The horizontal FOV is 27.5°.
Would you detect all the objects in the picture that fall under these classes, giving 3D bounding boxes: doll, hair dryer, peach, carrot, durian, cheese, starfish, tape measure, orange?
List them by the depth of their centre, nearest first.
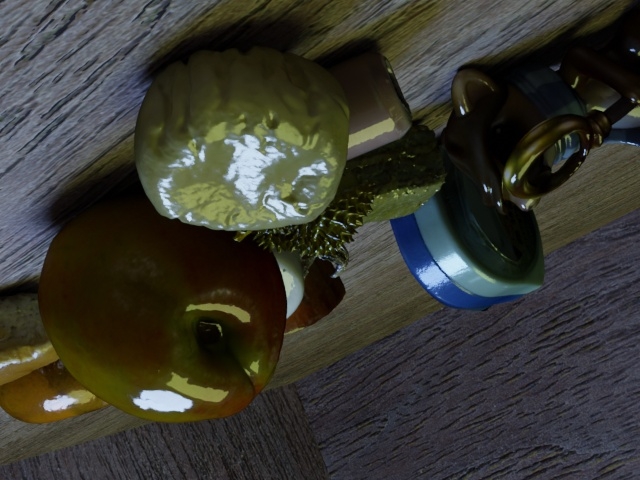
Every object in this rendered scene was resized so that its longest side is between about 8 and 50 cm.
[{"bbox_3d":[-0.081,-0.095,1.319,0.214,0.117,0.226,4,138,-20],"label":"cheese"},{"bbox_3d":[-0.017,-0.023,1.529,0.146,0.102,0.208,-8,-171,46],"label":"durian"},{"bbox_3d":[0.024,-0.139,1.577,0.189,0.106,0.344,-23,178,11],"label":"hair dryer"},{"bbox_3d":[-0.201,0.081,1.636,0.308,0.307,0.332,-12,-163,-40],"label":"peach"},{"bbox_3d":[0.336,-0.154,1.731,0.340,0.209,0.318,-17,166,-8],"label":"doll"},{"bbox_3d":[-0.005,-0.004,2.005,0.238,0.057,0.213,-55,146,-4],"label":"starfish"},{"bbox_3d":[0.228,-0.031,2.029,0.138,0.259,0.262,-29,162,31],"label":"tape measure"},{"bbox_3d":[-0.416,0.199,2.121,0.240,0.171,0.240,-15,-178,1],"label":"orange"},{"bbox_3d":[-0.098,0.088,2.188,0.258,0.100,0.307,-23,-170,-22],"label":"carrot"}]

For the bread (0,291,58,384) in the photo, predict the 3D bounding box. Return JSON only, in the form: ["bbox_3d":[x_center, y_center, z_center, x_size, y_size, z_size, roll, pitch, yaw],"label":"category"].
[{"bbox_3d":[-0.492,0.158,1.915,0.246,0.121,0.174,-21,168,-13],"label":"bread"}]

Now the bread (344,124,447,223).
[{"bbox_3d":[0.066,-0.086,1.836,0.196,0.102,0.138,-13,164,-24],"label":"bread"}]

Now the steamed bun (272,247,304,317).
[{"bbox_3d":[-0.136,0.056,1.897,0.242,0.146,0.164,-25,138,17],"label":"steamed bun"}]
